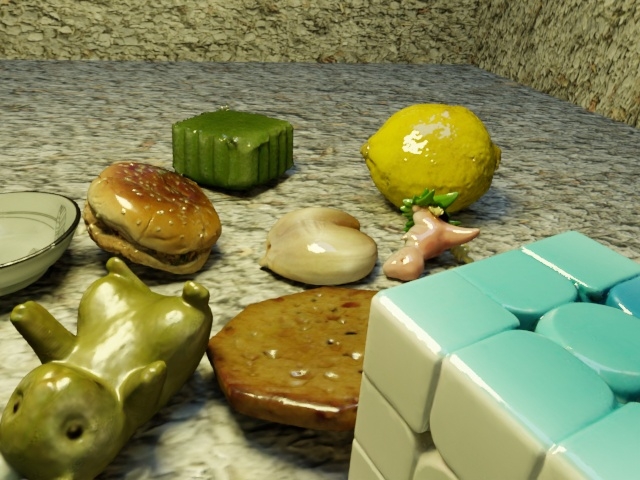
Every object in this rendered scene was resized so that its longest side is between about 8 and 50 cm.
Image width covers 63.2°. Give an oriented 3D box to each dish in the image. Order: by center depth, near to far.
[{"bbox_3d":[-0.564,0.019,0.886,0.316,0.106,0.316,1,28,-1],"label":"dish"}]

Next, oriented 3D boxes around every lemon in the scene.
[{"bbox_3d":[0.254,-0.187,1.217,0.321,0.269,0.268,7,29,9],"label":"lemon"}]

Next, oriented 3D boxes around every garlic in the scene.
[{"bbox_3d":[0.000,0.000,0.999,0.227,0.110,0.217,-17,39,-33],"label":"garlic"}]

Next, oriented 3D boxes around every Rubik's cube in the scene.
[{"bbox_3d":[0.227,0.200,0.488,0.291,0.291,0.290,-13,34,-27],"label":"Rubik's cube"}]

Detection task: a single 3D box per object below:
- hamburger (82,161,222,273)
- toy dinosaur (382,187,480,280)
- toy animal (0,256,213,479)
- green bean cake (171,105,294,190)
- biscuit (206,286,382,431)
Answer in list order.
[{"bbox_3d":[-0.302,-0.046,0.969,0.243,0.146,0.286,31,16,5],"label":"hamburger"},{"bbox_3d":[0.212,-0.009,1.015,0.194,0.152,0.177,-3,38,0],"label":"toy dinosaur"},{"bbox_3d":[-0.262,0.172,0.579,0.181,0.181,0.363,17,33,12],"label":"toy animal"},{"bbox_3d":[-0.219,-0.232,1.322,0.249,0.157,0.247,18,31,22],"label":"green bean cake"},{"bbox_3d":[0.016,0.147,0.733,0.358,0.046,0.359,-4,17,1],"label":"biscuit"}]
